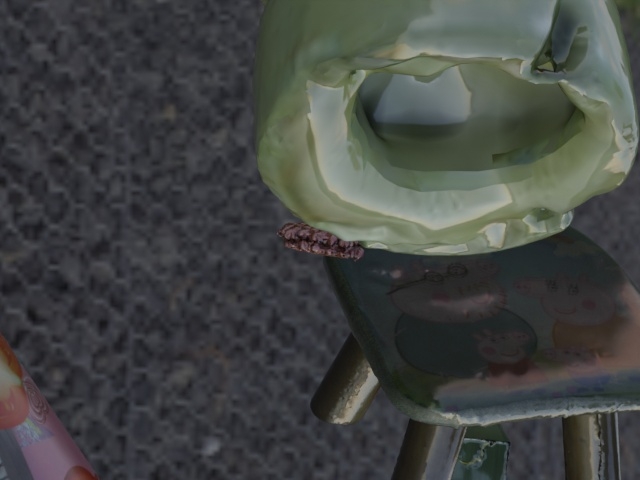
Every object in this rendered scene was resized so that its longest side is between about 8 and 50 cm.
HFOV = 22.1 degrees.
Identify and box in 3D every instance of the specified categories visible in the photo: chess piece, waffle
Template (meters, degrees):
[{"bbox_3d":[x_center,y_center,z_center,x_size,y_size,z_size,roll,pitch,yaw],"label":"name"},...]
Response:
[{"bbox_3d":[0.049,-0.219,0.821,0.234,0.234,0.442,45,35,-54],"label":"chess piece"},{"bbox_3d":[0.000,0.000,1.517,0.075,0.083,0.029,-134,-127,-88],"label":"waffle"}]

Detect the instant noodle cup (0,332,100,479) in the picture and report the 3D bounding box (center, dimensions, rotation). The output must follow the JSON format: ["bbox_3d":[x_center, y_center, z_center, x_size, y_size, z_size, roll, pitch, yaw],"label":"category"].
[{"bbox_3d":[-0.246,0.165,0.993,0.231,0.243,0.243,63,34,-12],"label":"instant noodle cup"}]

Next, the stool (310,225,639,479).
[{"bbox_3d":[0.160,0.140,1.646,0.310,0.310,0.226,-115,-151,-51],"label":"stool"}]

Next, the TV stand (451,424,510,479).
[{"bbox_3d":[0.154,0.342,1.858,0.088,0.083,0.269,-95,-168,-83],"label":"TV stand"}]
